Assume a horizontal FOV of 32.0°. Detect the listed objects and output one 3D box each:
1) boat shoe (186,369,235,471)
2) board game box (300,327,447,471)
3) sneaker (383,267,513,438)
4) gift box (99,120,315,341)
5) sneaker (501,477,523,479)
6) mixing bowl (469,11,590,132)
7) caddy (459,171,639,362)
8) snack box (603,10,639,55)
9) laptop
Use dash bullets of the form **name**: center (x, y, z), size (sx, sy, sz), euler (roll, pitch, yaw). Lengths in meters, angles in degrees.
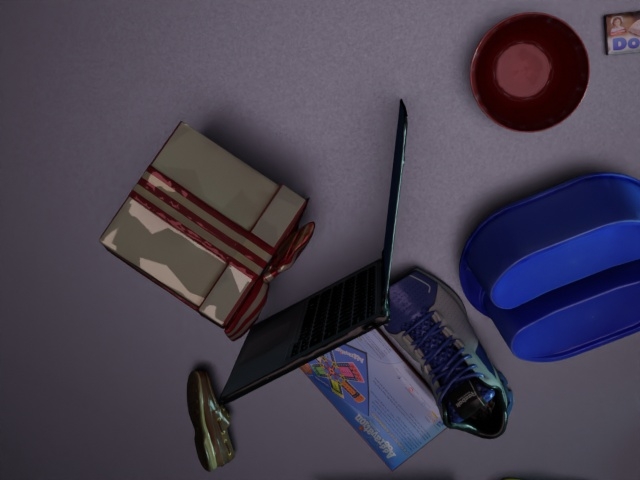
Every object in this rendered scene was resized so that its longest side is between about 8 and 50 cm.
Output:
- **boat shoe**: center (-0.185, 0.300, 1.893), size (0.060, 0.064, 0.178), euler (-15, 103, -25)
- **board game box**: center (0.084, 0.241, 1.879), size (0.145, 0.027, 0.281), euler (-40, 96, 8)
- **sneaker**: center (0.214, 0.194, 1.785), size (0.127, 0.182, 0.315), euler (-36, 97, 7)
- **gift box**: center (-0.161, -0.014, 1.738), size (0.258, 0.276, 0.255), euler (34, 87, 0)
- **sneaker**: center (0.395, 0.459, 1.870), size (0.225, 0.093, 0.088), euler (2, 101, 2)
- **mixing bowl**: center (0.320, -0.261, 1.735), size (0.181, 0.098, 0.181), euler (1, 100, 3)
- **caddy**: center (0.390, 0.036, 1.753), size (0.341, 0.179, 0.241), euler (-21, 123, 7)
- **snack box**: center (0.537, -0.332, 1.749), size (0.178, 0.022, 0.064), euler (-6, 102, 4)
- **laptop**: center (0.000, 0.000, 1.658), size (0.408, 0.382, 0.236), euler (-28, 97, 8)
